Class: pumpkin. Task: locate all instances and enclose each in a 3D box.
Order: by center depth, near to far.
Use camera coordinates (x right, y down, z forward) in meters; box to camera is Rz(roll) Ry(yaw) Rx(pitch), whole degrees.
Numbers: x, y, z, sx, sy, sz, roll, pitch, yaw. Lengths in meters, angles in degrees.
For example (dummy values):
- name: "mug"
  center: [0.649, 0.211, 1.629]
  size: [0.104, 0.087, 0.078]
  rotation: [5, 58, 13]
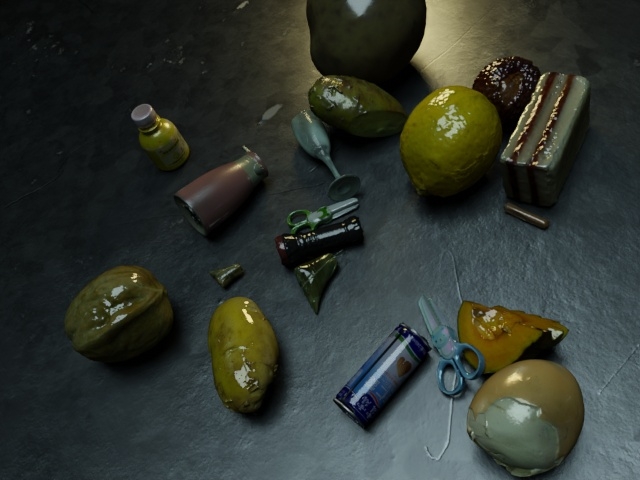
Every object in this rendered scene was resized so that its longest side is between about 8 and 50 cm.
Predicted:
- name: "pumpkin"
  center: [0.419, 0.227, 1.438]
  size: [0.254, 0.130, 0.149]
  rotation: [16, 92, 57]

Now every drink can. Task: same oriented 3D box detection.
- name: "drink can"
  center: [0.139, 0.299, 1.478]
  size: [0.097, 0.097, 0.235]
  rotation: [34, 72, 33]

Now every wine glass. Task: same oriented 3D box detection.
- name: "wine glass"
  center: [0.085, -0.265, 1.912]
  size: [0.264, 0.096, 0.309]
  rotation: [-12, 50, -19]

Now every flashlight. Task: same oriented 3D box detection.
- name: "flashlight"
  center: [0.000, 0.000, 1.734]
  size: [0.232, 0.093, 0.093]
  rotation: [-15, 54, 1]

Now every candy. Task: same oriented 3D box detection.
- name: "candy"
  center: [0.571, -0.253, 1.653]
  size: [0.135, 0.179, 0.321]
  rotation: [20, 65, 29]

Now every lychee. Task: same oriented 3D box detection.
- name: "lychee"
  center: [0.495, -0.393, 1.777]
  size: [0.188, 0.188, 0.188]
  rotation: [-9, 55, 13]

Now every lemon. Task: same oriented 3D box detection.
- name: "lemon"
  center: [0.326, -0.251, 1.685]
  size: [0.253, 0.253, 0.310]
  rotation: [32, 85, 32]

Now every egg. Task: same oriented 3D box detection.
- name: "egg"
  center: [0.411, 0.339, 1.301]
  size: [0.244, 0.201, 0.201]
  rotation: [-38, 53, -25]

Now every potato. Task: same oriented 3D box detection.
- name: "potato"
  center: [-0.184, 0.271, 1.575]
  size: [0.173, 0.140, 0.300]
  rotation: [-26, 47, 9]
- name: "potato"
  center: [0.108, -0.379, 1.871]
  size: [0.298, 0.141, 0.176]
  rotation: [12, 58, -4]

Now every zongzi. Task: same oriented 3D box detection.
- name: "zongzi"
  center: [0.023, 0.100, 1.690]
  size: [0.154, 0.062, 0.130]
  rotation: [-23, 73, -17]
- name: "zongzi"
  center: [-0.256, 0.083, 1.792]
  size: [0.076, 0.040, 0.083]
  rotation: [-36, 36, -15]

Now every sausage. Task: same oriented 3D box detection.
- name: "sausage"
  center: [0.513, -0.062, 1.639]
  size: [0.116, 0.026, 0.026]
  rotation: [30, 70, 31]

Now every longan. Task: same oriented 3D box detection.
- name: "longan"
  center: [0.133, -0.658, 1.967]
  size: [0.404, 0.336, 0.404]
  rotation: [-4, 79, 22]

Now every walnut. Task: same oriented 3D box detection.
- name: "walnut"
  center: [-0.516, 0.194, 1.680]
  size: [0.283, 0.283, 0.227]
  rotation: [-32, 94, -5]

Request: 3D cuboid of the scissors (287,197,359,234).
- name: "scissors"
  center: [0.009, -0.067, 1.805]
  size: [0.204, 0.027, 0.101]
  rotation: [-22, 55, 5]

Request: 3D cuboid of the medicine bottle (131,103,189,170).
- name: "medicine bottle"
  center: [-0.498, -0.321, 2.024]
  size: [0.122, 0.212, 0.122]
  rotation: [-9, 56, 13]

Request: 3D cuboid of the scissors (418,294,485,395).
- name: "scissors"
  center: [0.282, 0.224, 1.503]
  size: [0.125, 0.030, 0.256]
  rotation: [-50, 39, 26]

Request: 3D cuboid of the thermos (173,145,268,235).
- name: "thermos"
  center: [-0.278, -0.151, 1.898]
  size: [0.265, 0.146, 0.176]
  rotation: [-41, 29, -20]
